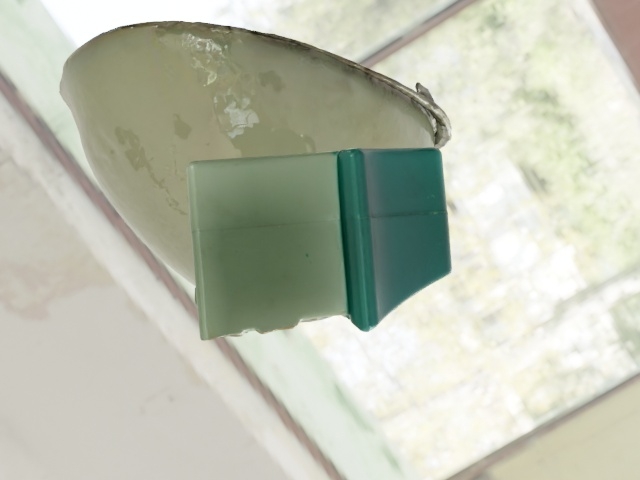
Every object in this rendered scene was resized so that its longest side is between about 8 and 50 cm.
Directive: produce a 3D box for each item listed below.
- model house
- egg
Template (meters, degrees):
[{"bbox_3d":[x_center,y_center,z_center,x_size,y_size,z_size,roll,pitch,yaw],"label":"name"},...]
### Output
[{"bbox_3d":[0.000,0.000,0.777,0.127,0.149,0.100,-164,67,-87],"label":"model house"},{"bbox_3d":[-0.061,-0.041,0.996,0.286,0.174,0.264,17,164,-10],"label":"egg"}]
